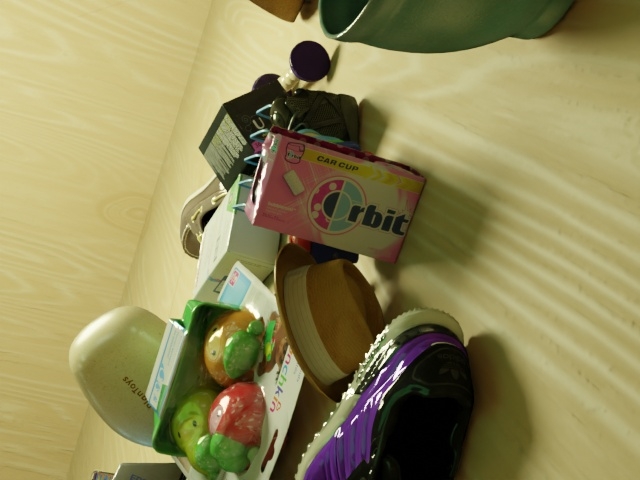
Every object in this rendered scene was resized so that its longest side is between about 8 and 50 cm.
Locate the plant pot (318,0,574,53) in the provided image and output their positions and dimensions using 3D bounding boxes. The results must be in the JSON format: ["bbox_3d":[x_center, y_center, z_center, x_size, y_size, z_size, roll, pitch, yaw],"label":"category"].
[{"bbox_3d":[0.142,-0.301,1.026,0.293,0.196,0.293,-164,90,-73],"label":"plant pot"}]

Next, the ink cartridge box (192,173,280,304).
[{"bbox_3d":[-0.141,0.008,1.862,0.212,0.093,0.154,134,148,-55],"label":"ink cartridge box"}]

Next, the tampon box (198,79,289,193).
[{"bbox_3d":[-0.115,-0.175,1.842,0.101,0.120,0.161,56,150,8],"label":"tampon box"}]

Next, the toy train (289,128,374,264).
[{"bbox_3d":[0.001,-0.013,1.371,0.143,0.105,0.248,-132,40,-65],"label":"toy train"}]

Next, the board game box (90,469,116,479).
[{"bbox_3d":[-0.329,0.488,1.899,0.048,0.170,0.141,128,154,-56],"label":"board game box"}]

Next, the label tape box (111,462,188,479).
[{"bbox_3d":[-0.306,0.475,1.730,0.240,0.106,0.333,109,-177,-47],"label":"label tape box"}]

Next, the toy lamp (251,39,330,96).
[{"bbox_3d":[-0.061,-0.275,1.891,0.275,0.080,0.080,160,124,-67],"label":"toy lamp"}]

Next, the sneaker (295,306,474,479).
[{"bbox_3d":[0.057,0.215,1.000,0.146,0.102,0.293,-109,38,-62],"label":"sneaker"}]

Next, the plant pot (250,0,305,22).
[{"bbox_3d":[-0.076,-0.576,2.007,0.254,0.237,0.237,-54,22,15],"label":"plant pot"}]

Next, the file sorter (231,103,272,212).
[{"bbox_3d":[-0.062,-0.115,1.695,0.118,0.105,0.170,177,108,-73],"label":"file sorter"}]

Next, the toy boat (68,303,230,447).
[{"bbox_3d":[-0.232,0.191,1.783,0.318,0.267,0.148,-32,18,3],"label":"toy boat"}]

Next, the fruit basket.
[{"bbox_3d":[-0.128,0.221,1.504,0.353,0.165,0.327,-139,65,-68],"label":"fruit basket"}]

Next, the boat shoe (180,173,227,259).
[{"bbox_3d":[-0.189,-0.042,2.037,0.324,0.117,0.096,-45,30,49],"label":"boat shoe"}]

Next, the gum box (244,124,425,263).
[{"bbox_3d":[0.011,-0.053,1.243,0.062,0.188,0.107,-127,54,-68],"label":"gum box"}]

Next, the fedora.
[{"bbox_3d":[0.019,0.085,1.224,0.079,0.194,0.194,-22,42,19],"label":"fedora"}]

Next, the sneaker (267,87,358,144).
[{"bbox_3d":[-0.011,-0.121,1.490,0.087,0.130,0.227,125,149,-48],"label":"sneaker"}]
